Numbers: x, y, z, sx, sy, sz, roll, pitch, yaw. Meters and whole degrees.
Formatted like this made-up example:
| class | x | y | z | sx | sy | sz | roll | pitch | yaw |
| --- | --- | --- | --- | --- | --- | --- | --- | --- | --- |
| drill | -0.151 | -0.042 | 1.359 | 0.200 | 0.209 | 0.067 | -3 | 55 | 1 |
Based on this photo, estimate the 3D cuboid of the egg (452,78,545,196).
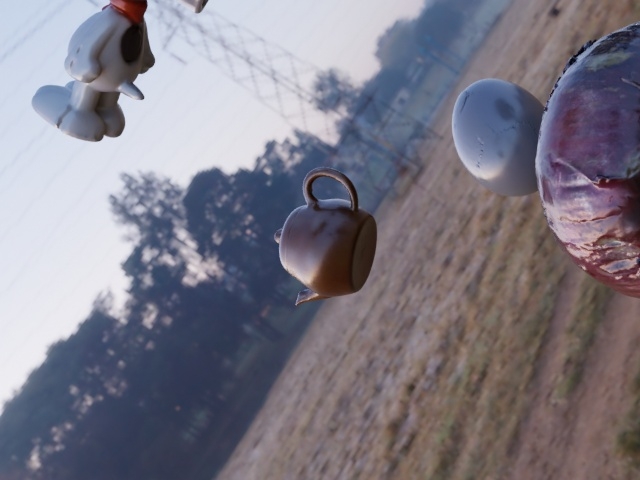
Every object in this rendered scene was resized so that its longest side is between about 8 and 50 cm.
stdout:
| class | x | y | z | sx | sy | sz | roll | pitch | yaw |
| --- | --- | --- | --- | --- | --- | --- | --- | --- | --- |
| egg | 0.273 | -0.154 | 1.560 | 0.146 | 0.198 | 0.146 | -24 | -29 | -14 |

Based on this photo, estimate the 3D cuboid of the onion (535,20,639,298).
| class | x | y | z | sx | sy | sz | roll | pitch | yaw |
| --- | --- | --- | --- | --- | --- | --- | --- | --- | --- |
| onion | 0.291 | -0.069 | 0.922 | 0.190 | 0.246 | 0.246 | -5 | 43 | 49 |

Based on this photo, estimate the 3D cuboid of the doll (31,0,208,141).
| class | x | y | z | sx | sy | sz | roll | pitch | yaw |
| --- | --- | --- | --- | --- | --- | --- | --- | --- | --- |
| doll | -0.171 | -0.236 | 0.983 | 0.208 | 0.144 | 0.271 | -39 | -20 | -42 |

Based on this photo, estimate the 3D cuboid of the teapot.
| class | x | y | z | sx | sy | sz | roll | pitch | yaw |
| --- | --- | --- | --- | --- | --- | --- | --- | --- | --- |
| teapot | 0.000 | 0.000 | 1.170 | 0.116 | 0.116 | 0.173 | -56 | -27 | -63 |
